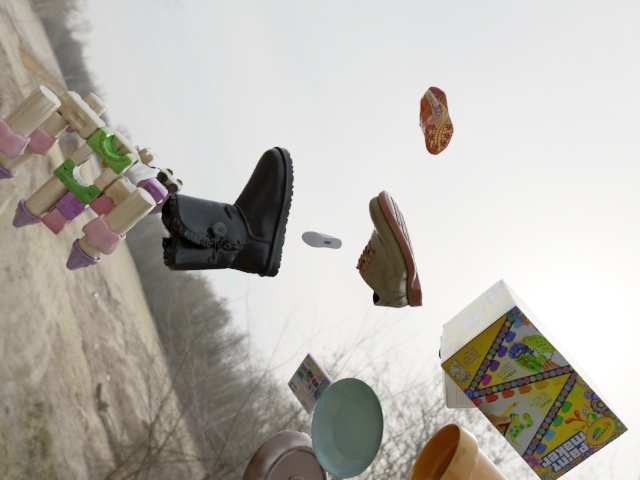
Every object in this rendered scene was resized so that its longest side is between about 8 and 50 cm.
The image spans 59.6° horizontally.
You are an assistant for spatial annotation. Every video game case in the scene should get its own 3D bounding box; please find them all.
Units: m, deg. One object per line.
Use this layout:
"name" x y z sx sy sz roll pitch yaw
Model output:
"video game case" -0.037 0.488 1.906 0.019 0.143 0.157 24 13 -43

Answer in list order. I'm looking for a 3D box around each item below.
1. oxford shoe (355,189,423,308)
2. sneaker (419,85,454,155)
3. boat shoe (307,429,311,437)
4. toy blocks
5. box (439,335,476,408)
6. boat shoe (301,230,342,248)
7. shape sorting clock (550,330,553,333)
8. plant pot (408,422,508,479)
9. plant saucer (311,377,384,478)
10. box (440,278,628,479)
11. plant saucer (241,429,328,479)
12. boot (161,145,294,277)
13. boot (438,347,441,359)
"oxford shoe" 0.134 0.042 1.181 0.123 0.130 0.348 -94 167 -45
"sneaker" 0.238 -0.242 1.169 0.067 0.064 0.175 121 -20 -55
"boat shoe" -0.005 0.611 1.702 0.089 0.285 0.105 -26 -99 29
"toy blocks" -0.464 -0.097 1.050 0.289 0.260 0.309 48 7 -13
"box" 0.436 0.399 1.723 0.182 0.118 0.181 -38 124 -81
"boat shoe" 0.000 0.000 1.732 0.040 0.142 0.049 23 -81 62
"shape sorting clock" 0.606 0.281 1.637 0.206 0.206 0.040 55 -46 36
"plant pot" 0.340 0.573 1.317 0.187 0.205 0.205 37 -19 0
"plant saucer" 0.061 0.379 1.133 0.037 0.195 0.195 26 16 -41
"box" 0.393 0.254 1.095 0.279 0.177 0.290 49 14 4
"plant saucer" -0.080 0.663 1.470 0.050 0.310 0.311 -5 -71 45
"boot" -0.160 -0.060 0.963 0.094 0.207 0.247 1 -98 60
"boot" 0.604 0.456 2.128 0.228 0.262 0.091 4 -93 54
